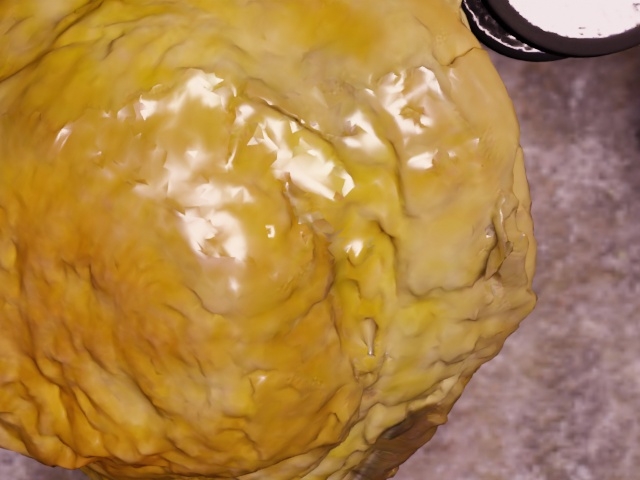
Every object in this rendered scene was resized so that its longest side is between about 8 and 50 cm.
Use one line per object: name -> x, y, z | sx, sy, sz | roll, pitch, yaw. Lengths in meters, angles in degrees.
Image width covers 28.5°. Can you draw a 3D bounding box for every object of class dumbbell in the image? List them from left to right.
dumbbell -> 0.113, -0.134, 0.593 | 0.100, 0.191, 0.100 | 0, 97, 3

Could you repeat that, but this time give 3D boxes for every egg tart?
egg tart -> -0.082, 0.020, 0.585 | 0.352, 0.153, 0.339 | 17, 129, 17
